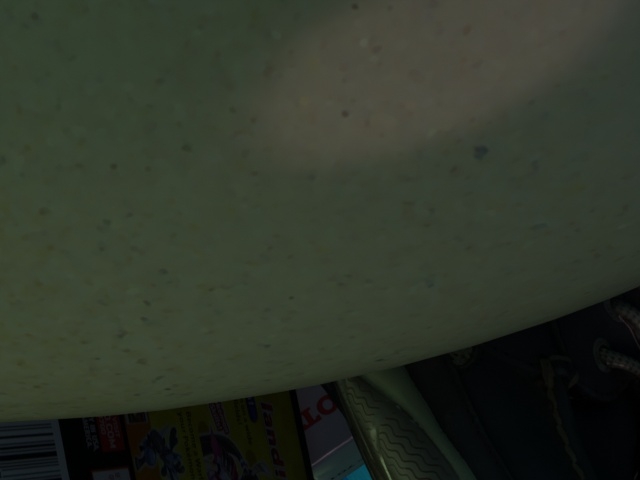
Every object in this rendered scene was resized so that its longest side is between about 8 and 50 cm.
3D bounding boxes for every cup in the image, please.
[{"bbox_3d":[-0.057,-0.084,0.502,0.331,0.237,0.331,57,173,11],"label":"cup"}]

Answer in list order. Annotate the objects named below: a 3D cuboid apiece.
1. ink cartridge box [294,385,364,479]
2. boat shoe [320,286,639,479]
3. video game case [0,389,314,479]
[{"bbox_3d":[0.000,0.000,0.865,0.190,0.139,0.082,55,179,14],"label":"ink cartridge box"},{"bbox_3d":[0.066,0.039,0.655,0.355,0.130,0.132,59,173,40],"label":"boat shoe"},{"bbox_3d":[-0.087,0.027,0.705,0.248,0.035,0.275,6,-110,-63],"label":"video game case"}]
